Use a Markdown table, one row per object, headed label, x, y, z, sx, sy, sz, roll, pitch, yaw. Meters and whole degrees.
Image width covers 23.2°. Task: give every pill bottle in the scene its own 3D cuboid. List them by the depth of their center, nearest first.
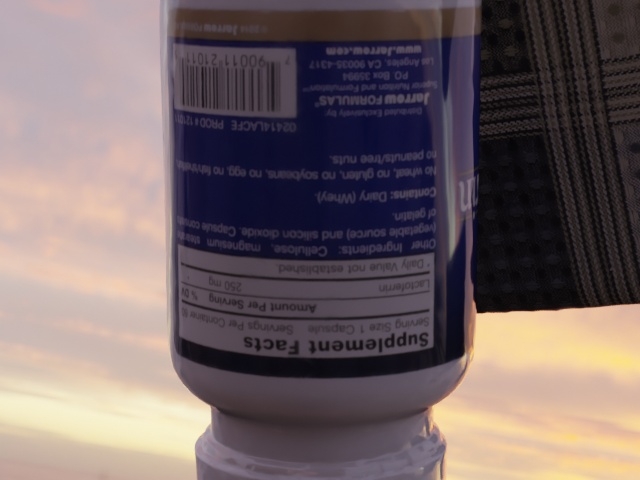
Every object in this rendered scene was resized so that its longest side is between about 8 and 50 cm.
| label | x | y | z | sx | sy | sz | roll | pitch | yaw |
| --- | --- | --- | --- | --- | --- | --- | --- | --- | --- |
| pill bottle | 0.000 | 0.000 | 0.752 | 0.153 | 0.265 | 0.153 | 0 | 11 | 0 |

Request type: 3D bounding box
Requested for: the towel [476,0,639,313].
| label | x | y | z | sx | sy | sz | roll | pitch | yaw |
| --- | --- | --- | --- | --- | --- | --- | --- | --- | --- |
| towel | 0.086 | -0.105 | 0.972 | 0.312 | 0.324 | 0.056 | -5 | 22 | 24 |
